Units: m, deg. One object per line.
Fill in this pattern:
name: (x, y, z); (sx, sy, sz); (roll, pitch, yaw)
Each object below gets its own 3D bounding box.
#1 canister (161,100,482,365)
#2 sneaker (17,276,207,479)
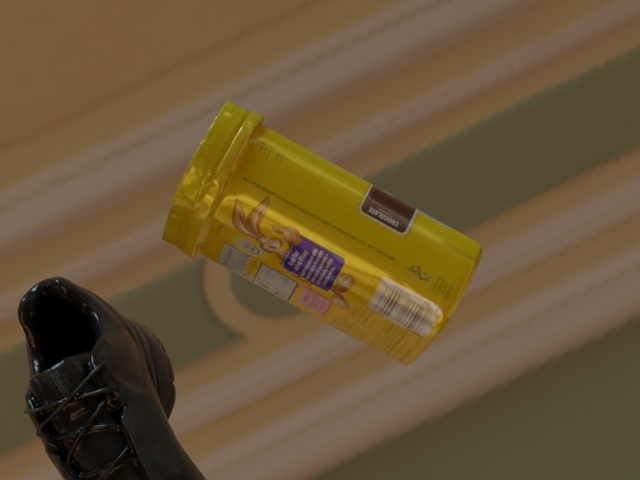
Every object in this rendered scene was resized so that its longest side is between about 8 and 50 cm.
canister: (0.000, 0.000, 1.063); (0.170, 0.126, 0.073); (29, -109, -1)
sneaker: (-0.138, 0.141, 1.189); (0.109, 0.286, 0.130); (-34, -39, 2)
